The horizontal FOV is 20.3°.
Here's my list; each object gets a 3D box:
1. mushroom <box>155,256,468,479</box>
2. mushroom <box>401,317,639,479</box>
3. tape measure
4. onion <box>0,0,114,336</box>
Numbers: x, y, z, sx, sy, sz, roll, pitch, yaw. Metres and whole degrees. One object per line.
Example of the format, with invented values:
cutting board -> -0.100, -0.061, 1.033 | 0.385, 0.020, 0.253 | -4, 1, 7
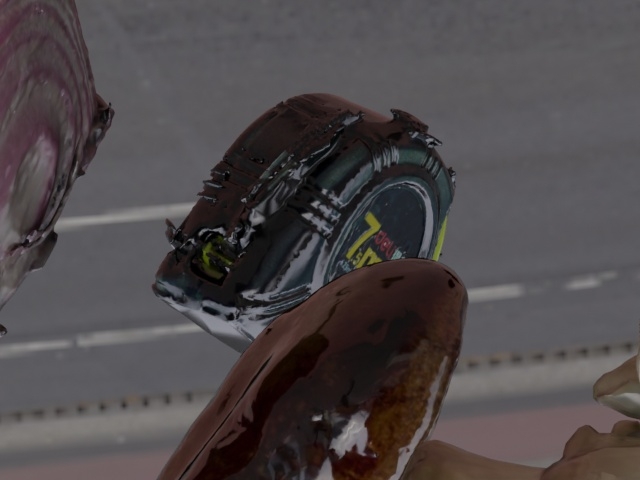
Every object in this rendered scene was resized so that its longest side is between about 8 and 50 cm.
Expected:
mushroom -> 0.038, 0.140, 0.770 | 0.217, 0.227, 0.148 | 36, -175, -12
mushroom -> 0.122, 0.103, 0.475 | 0.195, 0.253, 0.189 | 8, -175, 16
tape measure -> 0.000, 0.000, 1.135 | 0.112, 0.186, 0.199 | 30, 170, 32
onion -> -0.229, -0.073, 0.799 | 0.256, 0.272, 0.230 | -16, 139, 13
